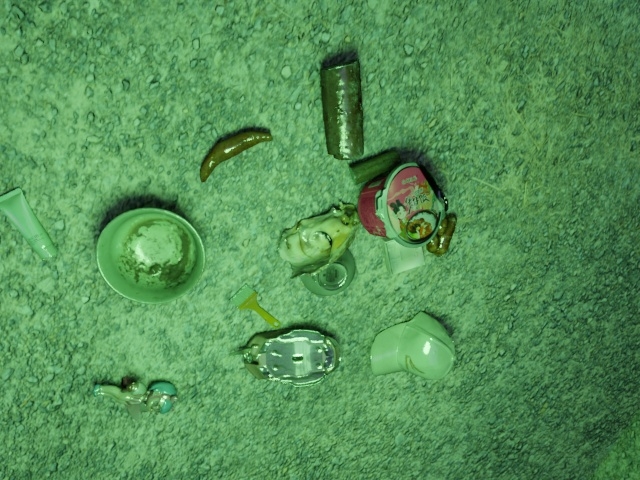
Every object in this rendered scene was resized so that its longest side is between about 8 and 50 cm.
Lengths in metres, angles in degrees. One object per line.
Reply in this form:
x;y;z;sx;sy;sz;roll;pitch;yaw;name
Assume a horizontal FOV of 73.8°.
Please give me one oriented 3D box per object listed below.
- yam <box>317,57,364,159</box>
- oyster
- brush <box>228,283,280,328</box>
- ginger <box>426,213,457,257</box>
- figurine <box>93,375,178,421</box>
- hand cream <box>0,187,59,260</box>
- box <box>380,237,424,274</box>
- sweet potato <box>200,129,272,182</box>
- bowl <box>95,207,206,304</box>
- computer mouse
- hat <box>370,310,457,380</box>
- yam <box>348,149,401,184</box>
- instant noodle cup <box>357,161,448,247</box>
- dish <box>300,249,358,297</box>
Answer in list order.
0.064;-0.387;1.268;0.131;0.131;0.279;-10;112;-11;yam
0.000;0.006;1.356;0.271;0.275;0.100;0;151;-1;oyster
-0.210;0.237;1.454;0.083;0.011;0.205;-44;113;1;brush
0.414;-0.024;1.501;0.103;0.073;0.162;14;97;-32;ginger
-0.591;0.486;1.377;0.260;0.103;0.205;15;128;-14;figurine
-0.814;-0.040;1.190;0.078;0.050;0.204;-28;108;-5;hand cream
0.290;0.040;1.498;0.129;0.051;0.130;-17;112;-9;box
-0.266;-0.265;1.255;0.255;0.058;0.078;-32;133;2;sweet potato
-0.481;0.027;1.244;0.289;0.146;0.289;-4;108;-11;bowl
-0.118;0.396;1.477;0.389;0.115;0.199;0;91;-3;computer mouse
0.332;0.429;1.571;0.301;0.168;0.257;-14;109;-10;hat
0.172;-0.237;1.373;0.169;0.068;0.068;-23;111;-11;yam
0.233;-0.107;1.341;0.302;0.182;0.258;11;84;-34;instant noodle cup
0.038;0.096;1.436;0.224;0.078;0.246;12;104;-17;dish
